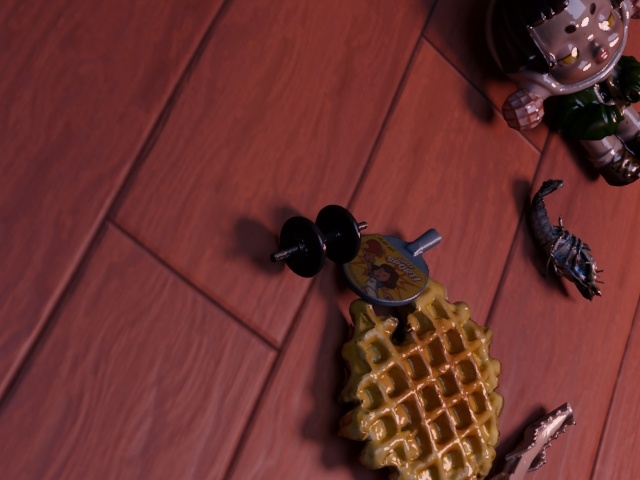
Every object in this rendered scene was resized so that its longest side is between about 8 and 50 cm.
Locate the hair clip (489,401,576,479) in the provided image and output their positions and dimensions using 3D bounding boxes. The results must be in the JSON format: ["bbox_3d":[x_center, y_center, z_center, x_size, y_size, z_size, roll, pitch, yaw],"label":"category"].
[{"bbox_3d":[0.246,0.264,1.499,0.226,0.072,0.034,-41,111,-49],"label":"hair clip"}]

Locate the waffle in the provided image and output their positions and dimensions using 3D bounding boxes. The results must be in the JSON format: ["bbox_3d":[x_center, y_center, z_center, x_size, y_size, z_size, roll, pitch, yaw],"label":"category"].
[{"bbox_3d":[0.126,0.169,1.418,0.250,0.056,0.261,27,56,-31],"label":"waffle"}]

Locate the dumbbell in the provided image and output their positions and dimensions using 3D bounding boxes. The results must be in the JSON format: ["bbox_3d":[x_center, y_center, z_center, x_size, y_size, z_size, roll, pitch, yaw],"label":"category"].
[{"bbox_3d":[0.000,0.000,1.354,0.147,0.069,0.069,-19,89,-42],"label":"dumbbell"}]

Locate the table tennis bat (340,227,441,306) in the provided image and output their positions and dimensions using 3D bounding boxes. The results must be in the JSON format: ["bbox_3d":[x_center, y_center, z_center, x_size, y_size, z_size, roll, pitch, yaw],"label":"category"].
[{"bbox_3d":[0.088,0.025,1.426,0.100,0.019,0.155,43,47,19],"label":"table tennis bat"}]

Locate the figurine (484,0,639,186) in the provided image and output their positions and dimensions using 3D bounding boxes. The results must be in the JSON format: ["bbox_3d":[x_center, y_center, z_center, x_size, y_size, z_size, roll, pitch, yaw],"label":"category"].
[{"bbox_3d":[0.347,-0.239,1.666,0.281,0.167,0.370,-45,118,-10],"label":"figurine"}]

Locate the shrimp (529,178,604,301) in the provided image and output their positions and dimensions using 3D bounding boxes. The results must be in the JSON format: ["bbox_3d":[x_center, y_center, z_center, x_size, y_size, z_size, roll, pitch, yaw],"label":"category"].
[{"bbox_3d":[0.321,0.006,1.642,0.082,0.076,0.174,-3,69,-82],"label":"shrimp"}]
